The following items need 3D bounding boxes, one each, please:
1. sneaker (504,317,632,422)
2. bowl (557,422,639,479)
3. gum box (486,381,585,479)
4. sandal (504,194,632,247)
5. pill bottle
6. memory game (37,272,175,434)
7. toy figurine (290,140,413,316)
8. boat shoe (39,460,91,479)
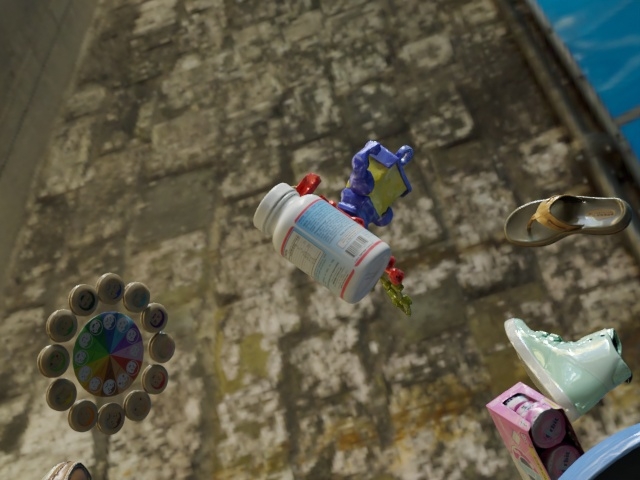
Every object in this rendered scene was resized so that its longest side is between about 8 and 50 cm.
[{"bbox_3d":[0.414,0.185,1.596,0.094,0.151,0.256,56,2,-31],"label":"sneaker"},{"bbox_3d":[0.377,0.358,0.952,0.077,0.391,0.391,-150,-140,-83],"label":"bowl"},{"bbox_3d":[0.303,0.286,1.285,0.188,0.062,0.107,61,-12,-17],"label":"gum box"},{"bbox_3d":[0.346,-0.035,1.358,0.049,0.180,0.072,42,48,-52],"label":"sandal"},{"bbox_3d":[0.000,0.000,1.168,0.160,0.087,0.087,36,-2,16],"label":"pill bottle"},{"bbox_3d":[-0.240,0.132,1.099,0.186,0.012,0.186,-1,91,-48],"label":"memory game"},{"bbox_3d":[0.115,-0.055,1.654,0.191,0.217,0.362,29,-15,32],"label":"toy figurine"},{"bbox_3d":[-0.390,0.487,1.471,0.324,0.120,0.122,-89,158,-47],"label":"boat shoe"}]
